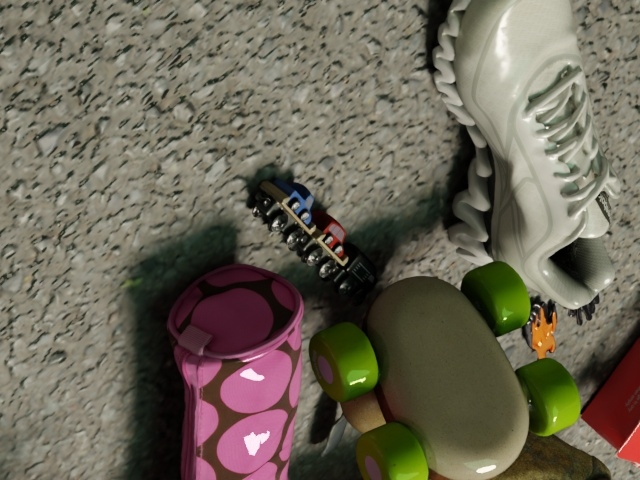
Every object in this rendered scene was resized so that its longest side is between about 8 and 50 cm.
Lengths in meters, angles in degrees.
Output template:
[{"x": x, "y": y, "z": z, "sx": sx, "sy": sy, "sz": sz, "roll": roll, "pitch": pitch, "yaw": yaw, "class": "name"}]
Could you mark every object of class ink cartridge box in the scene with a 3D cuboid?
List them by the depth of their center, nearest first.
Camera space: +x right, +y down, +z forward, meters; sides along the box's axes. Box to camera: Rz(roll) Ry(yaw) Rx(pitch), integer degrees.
[{"x": 0.331, "y": 0.141, "z": 1.555, "sx": 0.231, "sy": 0.078, "sz": 0.134, "roll": 20, "pitch": 107, "yaw": -53, "class": "ink cartridge box"}]

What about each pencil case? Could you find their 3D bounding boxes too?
[{"x": -0.062, "y": 0.118, "z": 1.114, "sx": 0.098, "sy": 0.095, "sz": 0.209, "roll": -24, "pitch": 136, "yaw": -30, "class": "pencil case"}]

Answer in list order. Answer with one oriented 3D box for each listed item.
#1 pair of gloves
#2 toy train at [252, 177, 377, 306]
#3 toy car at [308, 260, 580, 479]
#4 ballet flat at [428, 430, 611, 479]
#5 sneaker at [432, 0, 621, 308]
[{"x": 0.199, "y": 0.057, "z": 1.396, "sx": 0.083, "sy": 0.010, "sz": 0.074, "roll": -39, "pitch": 143, "yaw": -17, "class": "pair of gloves"}, {"x": 0.000, "y": 0.000, "z": 1.119, "sx": 0.036, "sy": 0.027, "sz": 0.158, "roll": -50, "pitch": 145, "yaw": -3, "class": "toy train"}, {"x": 0.066, "y": 0.118, "z": 1.216, "sx": 0.155, "sy": 0.149, "sz": 0.188, "roll": -20, "pitch": 167, "yaw": -23, "class": "toy car"}, {"x": 0.105, "y": 0.234, "z": 1.368, "sx": 0.348, "sy": 0.123, "sz": 0.123, "roll": -18, "pitch": 136, "yaw": -46, "class": "ballet flat"}, {"x": 0.150, "y": -0.070, "z": 1.135, "sx": 0.110, "sy": 0.118, "sz": 0.292, "roll": -33, "pitch": 141, "yaw": -17, "class": "sneaker"}]
